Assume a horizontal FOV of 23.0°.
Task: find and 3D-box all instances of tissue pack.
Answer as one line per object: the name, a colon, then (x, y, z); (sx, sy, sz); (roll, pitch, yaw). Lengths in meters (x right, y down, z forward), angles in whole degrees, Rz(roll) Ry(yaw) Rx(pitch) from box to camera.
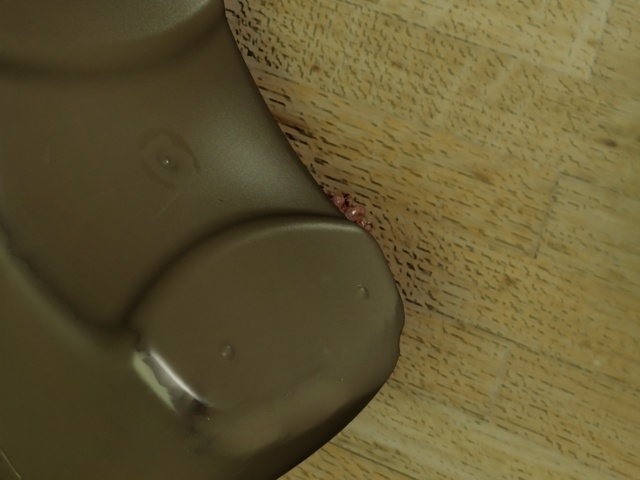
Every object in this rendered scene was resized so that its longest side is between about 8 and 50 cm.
tissue pack: (-0.152, 0.003, 1.015); (0.277, 0.267, 0.387); (-40, 78, 45)

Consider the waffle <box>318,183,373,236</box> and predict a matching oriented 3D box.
waffle: (0.000, 0.000, 1.086); (0.075, 0.029, 0.083); (6, 104, 24)
